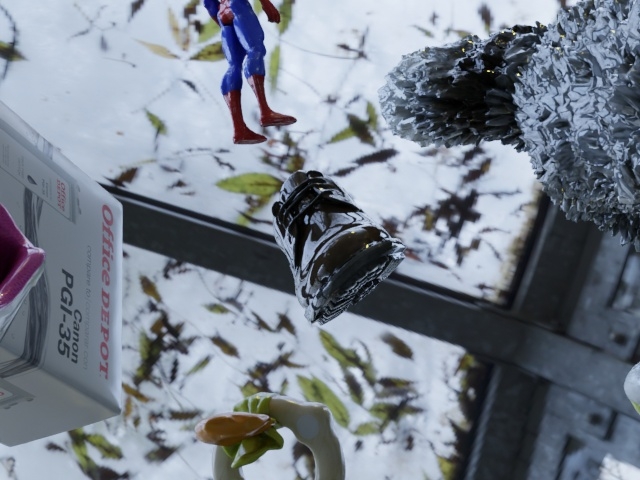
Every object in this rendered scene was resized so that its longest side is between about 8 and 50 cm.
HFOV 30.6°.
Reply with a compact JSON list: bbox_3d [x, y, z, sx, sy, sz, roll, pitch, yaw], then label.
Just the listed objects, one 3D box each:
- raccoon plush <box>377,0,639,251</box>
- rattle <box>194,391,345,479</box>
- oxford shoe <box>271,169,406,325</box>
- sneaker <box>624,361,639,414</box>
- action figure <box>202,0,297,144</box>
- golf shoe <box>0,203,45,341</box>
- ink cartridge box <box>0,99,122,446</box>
[{"bbox_3d":[0.153,-0.076,0.733,0.299,0.446,0.216,4,-99,-51],"label":"raccoon plush"},{"bbox_3d":[-0.048,0.240,1.009,0.130,0.143,0.200,8,-86,1],"label":"rattle"},{"bbox_3d":[0.000,0.000,0.814,0.083,0.227,0.096,-38,-85,-2],"label":"oxford shoe"},{"bbox_3d":[0.280,0.127,0.737,0.091,0.126,0.240,-42,-33,20],"label":"sneaker"},{"bbox_3d":[-0.039,-0.105,0.561,0.030,0.038,0.115,-8,-103,-38],"label":"action figure"},{"bbox_3d":[-0.211,0.008,0.423,0.140,0.306,0.115,-46,-108,1],"label":"golf shoe"},{"bbox_3d":[-0.267,0.005,0.862,0.117,0.207,0.283,-17,-33,19],"label":"ink cartridge box"}]
